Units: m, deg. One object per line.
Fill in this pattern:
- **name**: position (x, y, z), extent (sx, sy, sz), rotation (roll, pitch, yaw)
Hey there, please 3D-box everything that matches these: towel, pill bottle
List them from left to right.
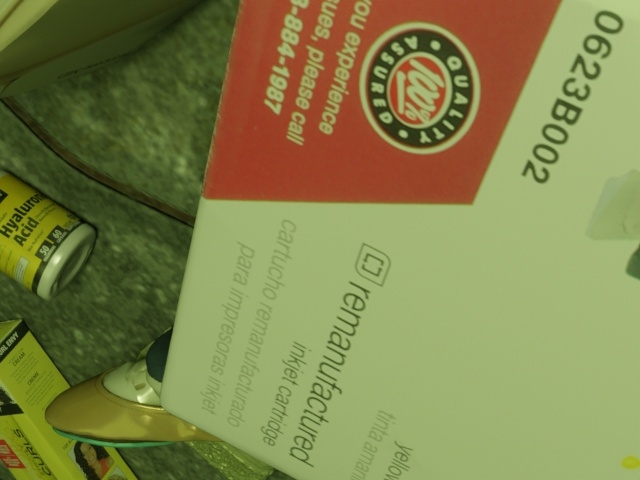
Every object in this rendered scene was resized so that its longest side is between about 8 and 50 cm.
- **pill bottle**: position (-0.231, -0.012, 0.868), extent (0.116, 0.065, 0.065), rotation (32, 137, 4)
- **towel**: position (-0.088, 0.138, 0.938), extent (0.148, 0.027, 0.110), rotation (39, 138, -4)

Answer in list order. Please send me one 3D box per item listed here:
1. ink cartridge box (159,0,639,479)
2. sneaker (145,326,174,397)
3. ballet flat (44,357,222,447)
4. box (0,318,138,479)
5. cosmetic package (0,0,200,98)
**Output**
- **ink cartridge box**: position (0.158, 0.018, 0.428), extent (0.385, 0.160, 0.279), rotation (26, 134, 9)
- **sneaker**: position (0.000, 0.000, 0.702), extent (0.350, 0.131, 0.148), rotation (-23, 104, 38)
- **ballet flat**: position (-0.085, 0.111, 0.857), extent (0.232, 0.080, 0.073), rotation (5, 110, 1)
- **box**: position (-0.245, 0.178, 1.049), extent (0.087, 0.058, 0.232), rotation (-9, 122, 36)
- **cosmetic package**: position (-0.082, -0.180, 0.542), extent (0.309, 0.160, 0.113), rotation (-26, 92, 44)
